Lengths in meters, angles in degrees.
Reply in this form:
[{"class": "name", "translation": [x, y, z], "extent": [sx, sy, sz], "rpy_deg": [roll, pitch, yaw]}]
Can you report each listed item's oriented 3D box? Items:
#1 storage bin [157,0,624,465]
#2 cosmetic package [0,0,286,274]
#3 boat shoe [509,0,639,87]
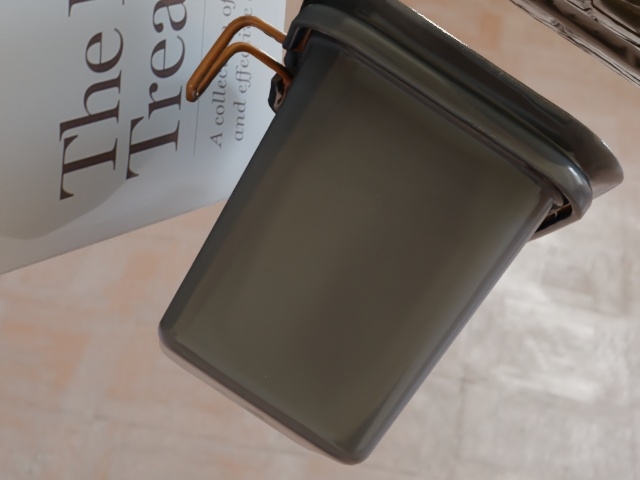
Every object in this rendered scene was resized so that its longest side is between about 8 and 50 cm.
[{"class": "storage bin", "translation": [0.000, 0.000, 0.413], "extent": [0.098, 0.091, 0.135], "rpy_deg": [34, -8, -2]}, {"class": "cosmetic package", "translation": [-0.122, -0.165, 0.359], "extent": [0.097, 0.377, 0.284], "rpy_deg": [24, 30, 37]}, {"class": "boat shoe", "translation": [0.084, -0.069, 0.368], "extent": [0.064, 0.060, 0.178], "rpy_deg": [33, 6, -6]}]
